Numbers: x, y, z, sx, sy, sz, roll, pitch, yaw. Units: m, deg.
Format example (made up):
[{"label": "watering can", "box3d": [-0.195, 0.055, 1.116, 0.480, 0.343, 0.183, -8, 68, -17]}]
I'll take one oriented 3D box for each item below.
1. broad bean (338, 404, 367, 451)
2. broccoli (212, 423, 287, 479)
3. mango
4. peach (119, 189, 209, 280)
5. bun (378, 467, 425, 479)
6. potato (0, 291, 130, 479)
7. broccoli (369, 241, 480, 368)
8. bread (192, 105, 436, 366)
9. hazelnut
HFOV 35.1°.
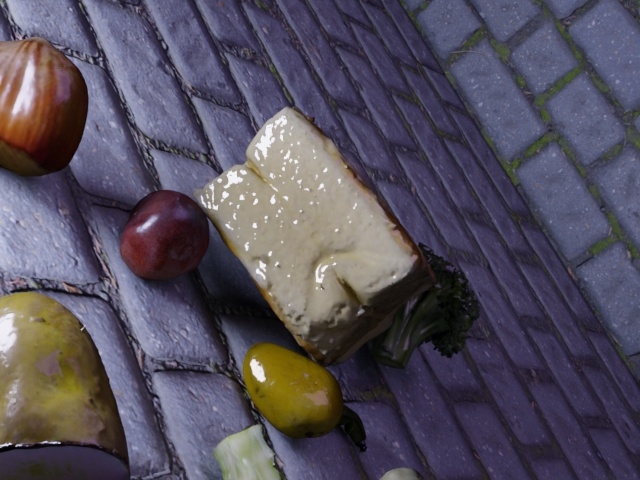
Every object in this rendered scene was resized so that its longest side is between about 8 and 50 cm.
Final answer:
[{"label": "broad bean", "box3d": [0.022, 0.314, 1.808, 0.195, 0.046, 0.061, 37, 45, -32]}, {"label": "broccoli", "box3d": [-0.084, 0.413, 1.393, 0.221, 0.252, 0.361, 37, -6, -34]}, {"label": "mango", "box3d": [-0.050, 0.249, 1.703, 0.195, 0.098, 0.137, 45, 54, 15]}, {"label": "peach", "box3d": [-0.261, -0.018, 1.683, 0.152, 0.152, 0.152, 38, 28, -24]}, {"label": "bun", "box3d": [0.133, 0.486, 1.682, 0.222, 0.128, 0.222, -17, 90, -85]}, {"label": "potato", "box3d": [-0.342, 0.183, 1.205, 0.229, 0.229, 0.266, 27, 38, -40]}, {"label": "broccoli", "box3d": [0.181, 0.131, 2.085, 0.235, 0.288, 0.259, 8, 86, -54]}, {"label": "bread", "box3d": [0.000, 0.000, 1.840, 0.390, 0.279, 0.371, 54, 2, 11]}, {"label": "hazelnut", "box3d": [-0.452, -0.202, 1.562, 0.186, 0.210, 0.210, 84, -15, -57]}]
